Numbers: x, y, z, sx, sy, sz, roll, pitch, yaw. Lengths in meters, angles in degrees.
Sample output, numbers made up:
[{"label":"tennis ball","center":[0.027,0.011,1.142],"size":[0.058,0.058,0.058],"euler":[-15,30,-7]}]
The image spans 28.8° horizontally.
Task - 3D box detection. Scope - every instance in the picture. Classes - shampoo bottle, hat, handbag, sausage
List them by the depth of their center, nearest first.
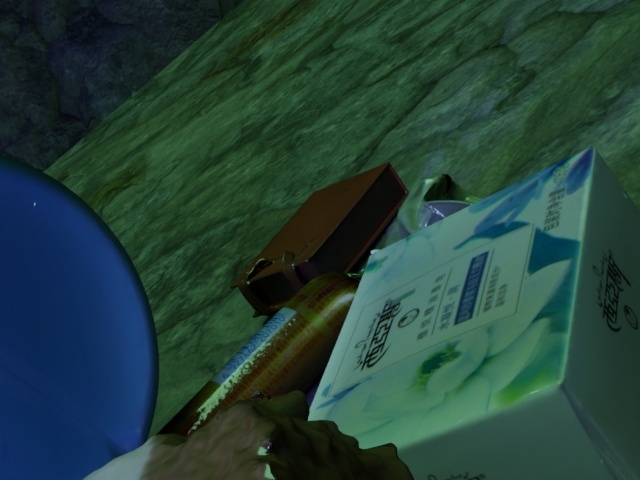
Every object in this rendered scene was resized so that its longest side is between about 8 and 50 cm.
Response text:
[{"label":"shampoo bottle","center":[-0.355,0.117,1.037],"size":[0.342,0.331,0.331],"euler":[-19,26,48]},{"label":"sausage","center":[-0.070,0.141,1.093],"size":[0.371,0.082,0.082],"euler":[-45,19,-22]},{"label":"hat","center":[0.136,-0.014,1.113],"size":[0.122,0.081,0.166],"euler":[-3,9,-41]},{"label":"handbag","center":[0.000,0.000,1.332],"size":[0.127,0.063,0.190],"euler":[-19,24,45]}]

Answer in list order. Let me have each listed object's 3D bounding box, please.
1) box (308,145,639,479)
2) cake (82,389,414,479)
[{"label":"box","center":[0.113,0.081,0.823],"size":[0.203,0.116,0.274],"euler":[-28,21,31]},{"label":"cake","center":[-0.046,0.254,0.505],"size":[0.290,0.256,0.282],"euler":[-39,19,13]}]
